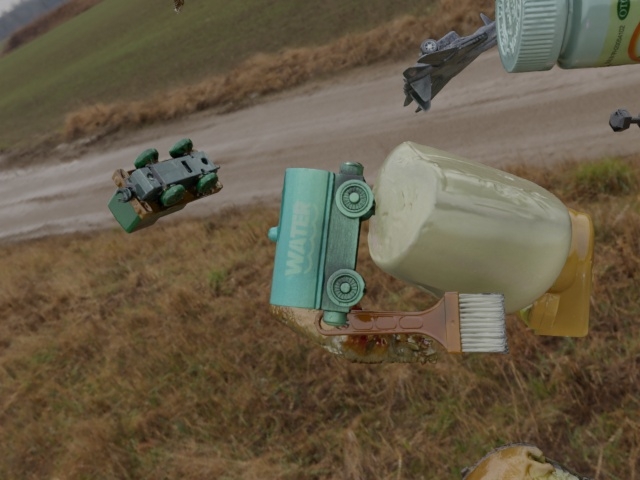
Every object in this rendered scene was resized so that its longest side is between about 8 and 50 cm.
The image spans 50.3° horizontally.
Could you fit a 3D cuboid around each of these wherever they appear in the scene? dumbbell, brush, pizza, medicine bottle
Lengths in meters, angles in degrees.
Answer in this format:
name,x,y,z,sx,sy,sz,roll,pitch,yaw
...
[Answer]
name,x,y,z,sx,sy,sz,roll,pitch,yaw
dumbbell,0.538,-0.206,1.166,0.083,0.040,0.036,-4,23,-17
brush,0.121,0.122,1.006,0.314,0.090,0.017,-5,-2,33
pizza,0.093,0.199,1.593,0.440,0.406,0.130,17,91,69
medicine bottle,0.390,-0.297,0.838,0.318,0.158,0.158,-5,29,3

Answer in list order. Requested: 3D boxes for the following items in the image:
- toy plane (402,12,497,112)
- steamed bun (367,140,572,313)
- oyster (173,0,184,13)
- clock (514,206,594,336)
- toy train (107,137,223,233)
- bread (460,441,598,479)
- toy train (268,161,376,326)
name,x,y,z,sx,sy,sz,roll,pitch,yaw
toy plane,0.261,-0.360,1.279,0.267,0.088,0.212,-42,-16,-4
steamed bun,0.280,-0.021,1.450,0.456,0.371,0.289,-93,21,-72
oyster,-0.334,-0.579,1.593,0.034,0.093,0.051,-7,35,-8
clock,0.602,0.060,1.732,0.200,0.317,0.244,5,39,12
toy train,-0.258,-0.087,1.126,0.136,0.091,0.228,-42,-7,36
bread,0.283,0.440,1.013,0.262,0.204,0.162,-63,-7,14
toy train,0.000,0.000,1.021,0.159,0.248,0.101,7,-5,2
